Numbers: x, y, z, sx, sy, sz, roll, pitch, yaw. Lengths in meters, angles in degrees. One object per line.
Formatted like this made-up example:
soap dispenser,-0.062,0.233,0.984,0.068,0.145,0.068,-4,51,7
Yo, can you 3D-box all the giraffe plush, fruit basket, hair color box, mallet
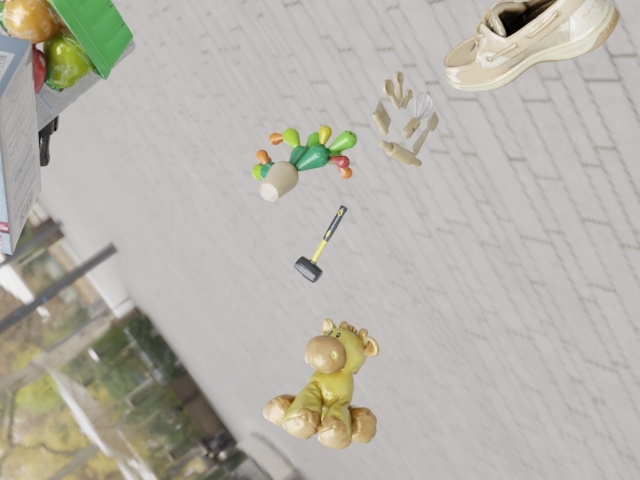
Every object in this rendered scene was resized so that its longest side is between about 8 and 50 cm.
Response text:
giraffe plush,0.023,0.222,1.569,0.181,0.170,0.210,15,-171,18
fruit basket,-0.558,-0.377,1.853,0.165,0.353,0.327,46,172,35
hair color box,-0.591,-0.169,1.733,0.113,0.185,0.374,11,138,-2
mallet,0.000,0.000,2.115,0.062,0.190,0.039,29,-161,18

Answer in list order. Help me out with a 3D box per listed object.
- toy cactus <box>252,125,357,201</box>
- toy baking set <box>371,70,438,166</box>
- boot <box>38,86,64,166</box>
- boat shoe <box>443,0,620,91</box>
toy cactus,-0.041,-0.114,1.555,0.219,0.180,0.112,-4,120,33
toy baking set,0.201,-0.265,2.157,0.030,0.197,0.256,0,163,39
boot,-0.665,-0.294,2.278,0.131,0.260,0.348,17,-172,-26
boat shoe,0.303,-0.330,1.508,0.110,0.122,0.341,37,153,-25
